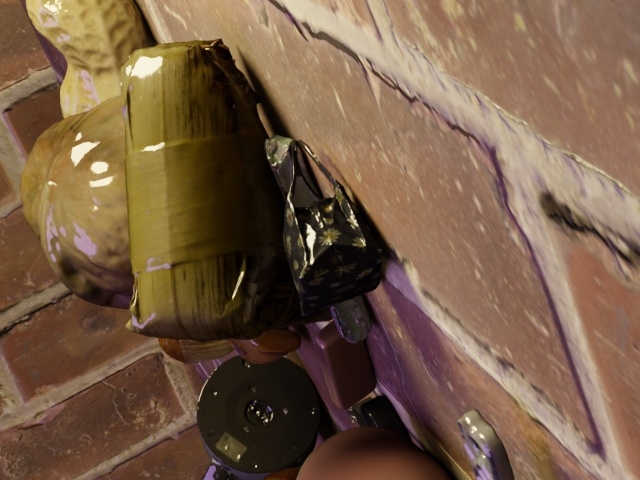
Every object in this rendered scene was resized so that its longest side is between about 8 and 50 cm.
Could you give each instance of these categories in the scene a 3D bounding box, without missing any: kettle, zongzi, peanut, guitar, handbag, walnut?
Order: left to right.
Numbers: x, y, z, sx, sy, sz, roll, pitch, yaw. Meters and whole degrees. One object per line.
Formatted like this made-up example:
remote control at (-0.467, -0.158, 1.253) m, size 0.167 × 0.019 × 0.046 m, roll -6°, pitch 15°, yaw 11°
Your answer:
peanut at (-0.262, -0.210, 1.922) m, size 0.120 × 0.136 × 0.298 m, roll 48°, pitch 161°, yaw 57°
walnut at (-0.210, -0.043, 1.768) m, size 0.248 × 0.248 × 0.248 m, roll 59°, pitch 170°, yaw 18°
kettle at (-0.100, 0.276, 2.163) m, size 0.161 × 0.221 × 0.236 m, roll 34°, pitch 166°, yaw 8°
zongzi at (-0.070, -0.046, 1.516) m, size 0.300 × 0.145 × 0.274 m, roll -1°, pitch -94°, yaw -62°
handbag at (0.000, -0.020, 1.314) m, size 0.115 × 0.072 × 0.139 m, roll 88°, pitch 166°, yaw -72°
guitar at (0.054, 0.198, 1.699) m, size 0.088 × 0.025 × 0.233 m, roll 63°, pitch 170°, yaw -7°

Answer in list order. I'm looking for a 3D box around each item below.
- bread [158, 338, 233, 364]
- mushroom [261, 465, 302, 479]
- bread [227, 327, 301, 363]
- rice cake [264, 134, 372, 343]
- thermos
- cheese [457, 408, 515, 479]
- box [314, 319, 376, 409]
bread at (-0.188, 0.062, 2.265) m, size 0.253 × 0.142 × 0.227 m, roll 116°, pitch 134°, yaw -80°
mushroom at (0.019, 0.374, 2.029) m, size 0.194 × 0.138 × 0.231 m, roll -21°, pitch 115°, yaw 40°
bread at (-0.099, 0.045, 1.926) m, size 0.225 × 0.081 × 0.134 m, roll 66°, pitch 165°, yaw -10°
rice cake at (-0.001, 0.000, 1.433) m, size 0.033 × 0.033 × 0.208 m, roll -116°, pitch 3°, yaw -69°
thermos at (0.082, 0.262, 1.421) m, size 0.176 × 0.146 × 0.265 m, roll 22°, pitch 178°, yaw -13°
cheese at (0.150, 0.239, 1.172) m, size 0.163 × 0.082 × 0.286 m, roll 44°, pitch 157°, yaw 59°
box at (0.024, 0.120, 1.580) m, size 0.025 × 0.048 × 0.115 m, roll 46°, pitch 162°, yaw 38°
